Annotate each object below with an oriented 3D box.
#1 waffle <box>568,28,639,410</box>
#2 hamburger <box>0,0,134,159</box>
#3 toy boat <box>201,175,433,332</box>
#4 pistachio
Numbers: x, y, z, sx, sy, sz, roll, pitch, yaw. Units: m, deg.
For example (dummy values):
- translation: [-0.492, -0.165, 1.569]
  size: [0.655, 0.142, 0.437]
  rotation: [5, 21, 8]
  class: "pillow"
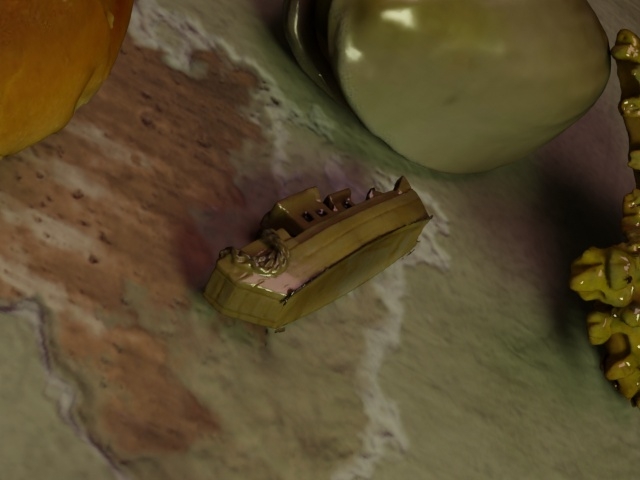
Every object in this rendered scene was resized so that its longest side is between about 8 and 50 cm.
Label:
- translation: [0.280, -0.003, 0.923]
  size: [0.260, 0.069, 0.292]
  rotation: [48, 50, -45]
  class: "waffle"
- translation: [-0.240, -0.170, 0.618]
  size: [0.290, 0.170, 0.314]
  rotation: [37, 41, -23]
  class: "hamburger"
- translation: [0.000, 0.000, 0.778]
  size: [0.072, 0.064, 0.206]
  rotation: [41, 37, 18]
  class: "toy boat"
- translation: [0.105, -0.154, 0.917]
  size: [0.288, 0.197, 0.166]
  rotation: [4, 16, -28]
  class: "pistachio"
